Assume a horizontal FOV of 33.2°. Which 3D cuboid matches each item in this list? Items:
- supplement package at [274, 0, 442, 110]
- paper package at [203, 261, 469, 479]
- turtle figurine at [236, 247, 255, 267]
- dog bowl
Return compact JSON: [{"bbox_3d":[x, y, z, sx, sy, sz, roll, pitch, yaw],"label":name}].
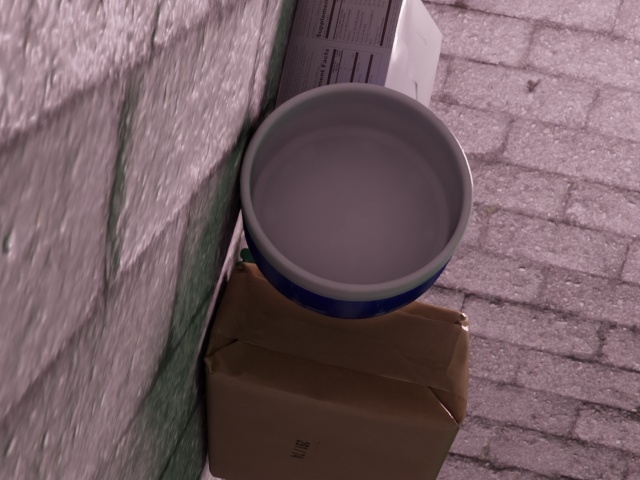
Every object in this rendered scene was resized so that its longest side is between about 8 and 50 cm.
[{"bbox_3d":[0.061,-0.235,1.498,0.262,0.145,0.204,20,82,-72],"label":"supplement package"},{"bbox_3d":[0.016,0.202,1.370,0.325,0.310,0.168,99,5,-56],"label":"paper package"},{"bbox_3d":[-0.050,0.046,1.460,0.234,0.118,0.175,78,23,-67],"label":"turtle figurine"},{"bbox_3d":[0.039,-0.046,1.254,0.104,0.265,0.264,100,4,-68],"label":"dog bowl"}]
